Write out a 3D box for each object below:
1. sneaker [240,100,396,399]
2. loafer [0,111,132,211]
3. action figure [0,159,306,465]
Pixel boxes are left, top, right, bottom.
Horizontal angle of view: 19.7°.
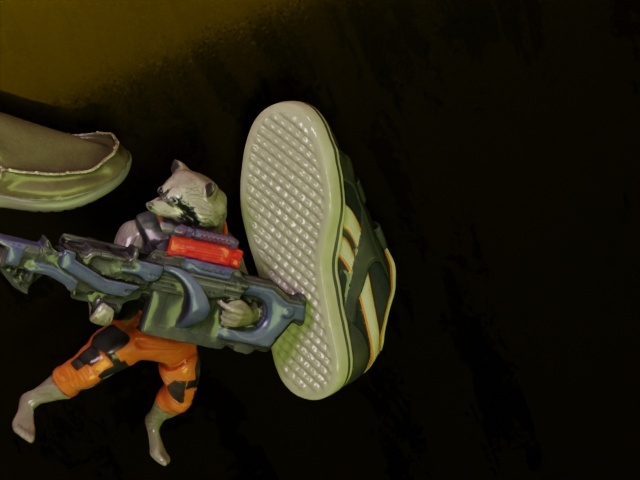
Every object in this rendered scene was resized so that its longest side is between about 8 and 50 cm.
[{"bbox_3d":[0.000,0.000,1.981,0.127,0.126,0.321,-24,114,-51],"label":"sneaker"},{"bbox_3d":[-0.317,-0.084,1.872,0.251,0.094,0.087,-6,122,-10],"label":"loafer"},{"bbox_3d":[-0.211,0.060,1.926,0.341,0.178,0.330,22,108,-27],"label":"action figure"}]
